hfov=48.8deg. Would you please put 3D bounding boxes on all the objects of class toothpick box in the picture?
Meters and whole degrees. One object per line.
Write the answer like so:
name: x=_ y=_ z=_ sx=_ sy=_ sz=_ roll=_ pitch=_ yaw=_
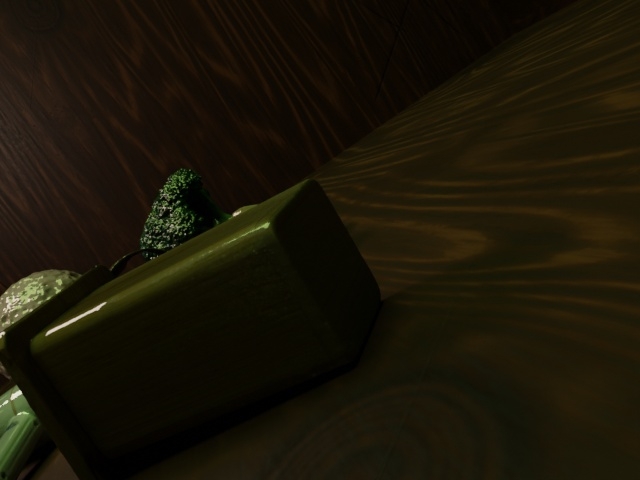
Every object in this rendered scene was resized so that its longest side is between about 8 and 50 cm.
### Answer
toothpick box: x=-0.115 y=0.082 z=0.691 sx=0.308 sy=0.190 sz=0.187 roll=-25 pitch=11 yaw=22

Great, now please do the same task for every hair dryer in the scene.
hair dryer: x=-0.443 y=0.306 z=0.976 sx=0.173 sy=0.107 sz=0.357 roll=-36 pitch=14 yaw=7

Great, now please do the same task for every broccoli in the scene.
broccoli: x=-0.242 y=-0.018 z=1.526 sx=0.298 sy=0.297 sz=0.297 roll=-13 pitch=8 yaw=-3

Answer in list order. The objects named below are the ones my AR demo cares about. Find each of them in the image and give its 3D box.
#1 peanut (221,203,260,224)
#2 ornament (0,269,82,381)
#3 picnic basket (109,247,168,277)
peanut: x=-0.128 y=0.031 z=1.152 sx=0.290 sy=0.130 sz=0.130 roll=-42 pitch=2 yaw=39
ornament: x=-0.548 y=0.190 z=1.451 sx=0.259 sy=0.259 sz=0.225 roll=-34 pitch=7 yaw=-2
picnic basket: x=-0.205 y=0.096 z=0.913 sx=0.128 sy=0.178 sz=0.138 roll=-40 pitch=10 yaw=-36
